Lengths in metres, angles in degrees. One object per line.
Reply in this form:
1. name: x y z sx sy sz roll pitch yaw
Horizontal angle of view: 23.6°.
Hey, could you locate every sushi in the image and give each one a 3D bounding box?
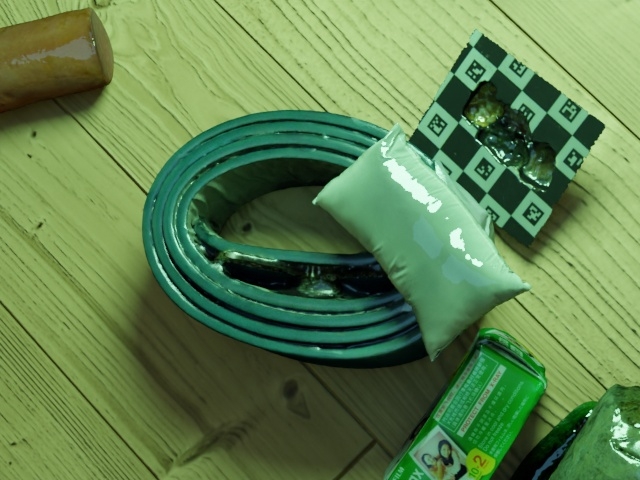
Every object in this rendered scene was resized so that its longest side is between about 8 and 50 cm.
1. sushi: 0.237 -0.128 1.926 0.215 0.050 0.192 40 116 22

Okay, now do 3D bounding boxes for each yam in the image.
1. yam: 0.345 0.324 1.777 0.195 0.195 0.300 32 93 15

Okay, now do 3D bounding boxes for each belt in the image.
1. belt: -0.002 0.000 1.911 0.436 0.173 0.300 10 83 14

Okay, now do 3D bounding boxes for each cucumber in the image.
1. cucumber: 0.254 0.309 1.877 0.056 0.056 0.284 37 91 15

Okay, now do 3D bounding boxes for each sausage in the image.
1. sausage: -0.411 -0.235 2.074 0.259 0.113 0.114 -12 81 12

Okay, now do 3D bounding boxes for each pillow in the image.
1. pillow: 0.111 0.003 1.759 0.144 0.078 0.254 -41 73 12

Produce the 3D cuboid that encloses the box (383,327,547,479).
1. box: 0.171 0.229 1.842 0.103 0.180 0.250 31 94 4
